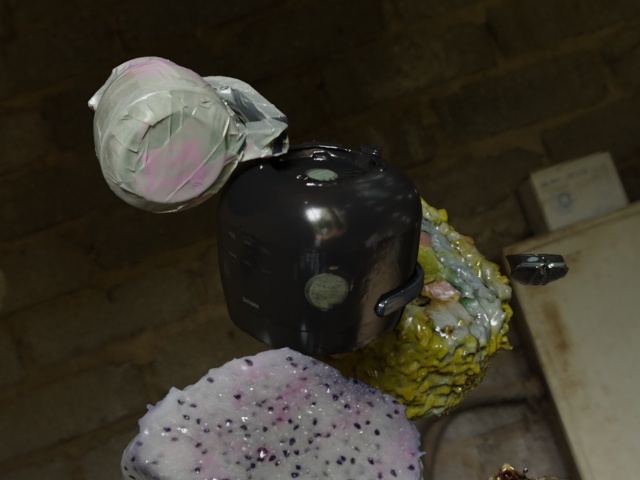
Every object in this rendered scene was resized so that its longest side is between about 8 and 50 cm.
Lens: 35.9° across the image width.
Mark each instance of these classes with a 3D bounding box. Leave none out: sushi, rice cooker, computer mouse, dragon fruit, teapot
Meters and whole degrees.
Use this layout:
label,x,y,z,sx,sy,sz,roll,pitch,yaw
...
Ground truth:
label,x,y,z,sx,sy,sz,roll,pitch,yaw
sushi,0.115,0.104,1.639,0.351,0.396,0.240,0,-48,-40
rice cooker,0.000,0.000,1.251,0.267,0.224,0.267,1,22,-1
computer mouse,0.405,0.056,1.852,0.106,0.062,0.192,0,3,4
dragon fruit,-0.029,0.257,0.973,0.221,0.283,0.204,-48,-26,-34
teapot,-0.170,-0.155,1.189,0.222,0.178,0.163,-28,-49,-3

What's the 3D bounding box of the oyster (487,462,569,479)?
label,x,y,z,sx,sy,sz,roll,pitch,yaw
oyster,0.229,0.444,1.213,0.198,0.336,0.133,24,-9,2
